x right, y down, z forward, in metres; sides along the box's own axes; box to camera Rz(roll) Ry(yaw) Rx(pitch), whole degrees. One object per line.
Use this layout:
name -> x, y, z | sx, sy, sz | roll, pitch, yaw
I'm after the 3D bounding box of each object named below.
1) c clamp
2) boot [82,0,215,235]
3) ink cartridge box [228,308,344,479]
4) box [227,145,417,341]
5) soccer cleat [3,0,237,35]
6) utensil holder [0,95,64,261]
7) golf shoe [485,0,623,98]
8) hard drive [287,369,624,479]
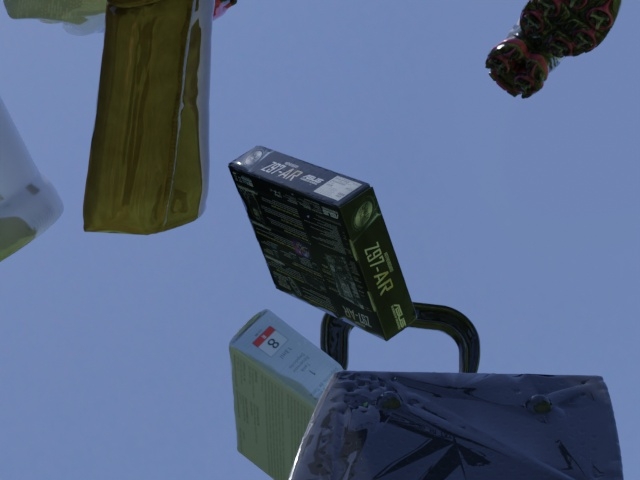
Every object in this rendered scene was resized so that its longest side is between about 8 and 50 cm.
c clamp -> 0.060, 0.108, 1.340 | 0.160, 0.137, 0.022 | 1, -34, -10
boot -> -0.151, -0.128, 1.203 | 0.236, 0.089, 0.270 | -18, -55, -48
ink cartridge box -> 0.020, 0.140, 1.039 | 0.045, 0.179, 0.145 | -46, -24, -27
box -> 0.000, 0.000, 0.664 | 0.018, 0.083, 0.067 | -34, -60, -23
soccer cleat -> -0.187, -0.247, 1.473 | 0.143, 0.116, 0.331 | -18, 0, 16
utensil holder -> -0.444, -0.126, 1.333 | 0.327, 0.327, 0.386 | -26, -78, -7
golf shoe -> 0.207, -0.192, 1.359 | 0.086, 0.067, 0.186 | -51, 6, -25
hard drive -> 0.066, 0.150, 0.799 | 0.172, 0.255, 0.054 | 0, -63, 9
